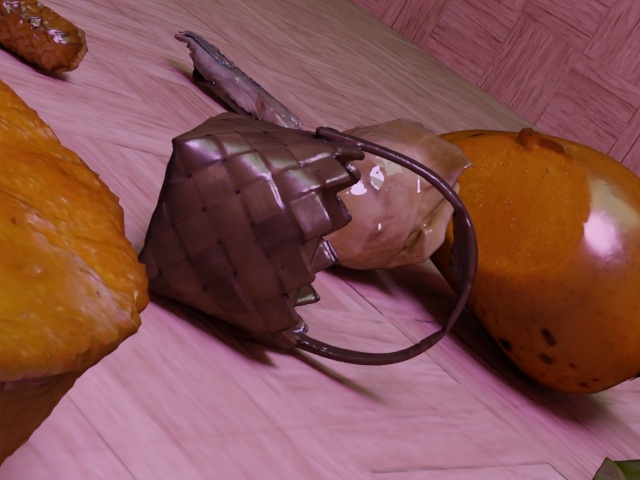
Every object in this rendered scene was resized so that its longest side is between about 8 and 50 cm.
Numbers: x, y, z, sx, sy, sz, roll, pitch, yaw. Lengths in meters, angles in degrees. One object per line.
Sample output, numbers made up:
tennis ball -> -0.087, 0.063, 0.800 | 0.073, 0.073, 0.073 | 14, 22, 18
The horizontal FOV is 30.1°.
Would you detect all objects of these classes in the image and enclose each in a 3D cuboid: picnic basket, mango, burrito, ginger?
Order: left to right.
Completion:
burrito -> -0.082, -0.149, 1.177 | 0.171, 0.042, 0.051 | 39, 6, 23
picnic basket -> 0.000, 0.000, 0.675 | 0.179, 0.128, 0.138 | 15, 16, 6
ginger -> 0.013, -0.043, 0.914 | 0.123, 0.115, 0.193 | 6, 12, -23
mango -> 0.169, 0.008, 0.919 | 0.191, 0.160, 0.290 | 43, -1, -43

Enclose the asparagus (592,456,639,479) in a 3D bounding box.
asparagus -> 0.180, 0.152, 0.714 | 0.178, 0.041, 0.045 | 11, 70, -53

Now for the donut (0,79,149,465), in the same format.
donut -> -0.208, -0.018, 0.372 | 0.303, 0.110, 0.303 | 31, 16, -10

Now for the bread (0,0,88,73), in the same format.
bread -> -0.254, -0.181, 0.932 | 0.157, 0.044, 0.052 | 31, 20, -1
